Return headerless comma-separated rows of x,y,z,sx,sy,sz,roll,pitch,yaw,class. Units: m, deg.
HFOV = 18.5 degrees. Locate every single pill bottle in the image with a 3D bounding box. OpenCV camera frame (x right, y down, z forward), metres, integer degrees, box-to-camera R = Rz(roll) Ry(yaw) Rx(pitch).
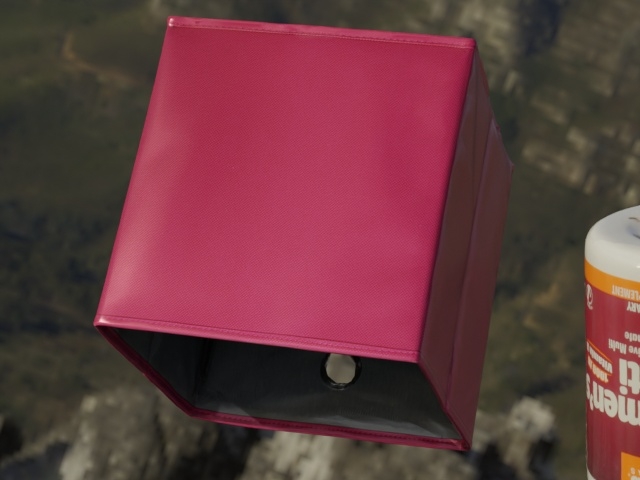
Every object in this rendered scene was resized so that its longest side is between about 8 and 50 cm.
0.215,0.097,1.144,0.121,0.221,0.121,-3,17,1,pill bottle

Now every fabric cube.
0.000,0.000,1.562,0.254,0.258,0.259,5,-20,15,fabric cube
